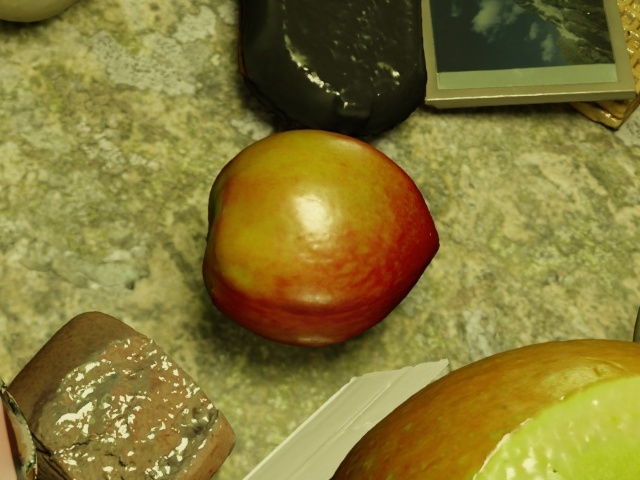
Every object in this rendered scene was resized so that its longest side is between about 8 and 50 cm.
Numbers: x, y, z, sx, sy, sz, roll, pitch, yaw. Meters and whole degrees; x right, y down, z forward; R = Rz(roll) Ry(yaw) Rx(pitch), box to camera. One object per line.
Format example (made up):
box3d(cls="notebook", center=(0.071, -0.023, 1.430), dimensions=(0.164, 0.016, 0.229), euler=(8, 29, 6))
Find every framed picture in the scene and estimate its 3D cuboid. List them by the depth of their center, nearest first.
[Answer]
box3d(cls="framed picture", center=(0.194, -0.242, 1.572), dimensions=(0.209, 0.019, 0.281), euler=(-4, 53, -1))

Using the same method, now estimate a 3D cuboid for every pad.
box3d(cls="pad", center=(-0.009, 0.168, 1.226), dimensions=(0.232, 0.156, 0.004), euler=(-40, 100, -30))

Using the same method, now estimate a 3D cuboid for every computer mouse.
box3d(cls="computer mouse", center=(0.008, -0.236, 1.500), dimensions=(0.183, 0.116, 0.323), euler=(5, 65, -13))

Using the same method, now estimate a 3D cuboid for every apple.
box3d(cls="apple", center=(0.184, 0.248, 1.074), dimensions=(0.374, 0.374, 0.384), euler=(4, 21, -10))

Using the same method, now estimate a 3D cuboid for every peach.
box3d(cls="peach", center=(0.000, 0.000, 1.311), dimensions=(0.197, 0.197, 0.197), euler=(6, 57, -9))

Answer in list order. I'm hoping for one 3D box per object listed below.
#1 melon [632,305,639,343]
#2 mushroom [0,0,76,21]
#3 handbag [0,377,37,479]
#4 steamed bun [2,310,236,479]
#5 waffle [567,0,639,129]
box3d(cls="melon", center=(0.382, 0.143, 1.281), dimensions=(0.223, 0.223, 0.317), euler=(-12, 61, -19))
box3d(cls="mushroom", center=(-0.295, -0.333, 1.441), dimensions=(0.234, 0.254, 0.260), euler=(-3, 45, 30))
box3d(cls="handbag", center=(-0.297, 0.190, 1.144), dimensions=(0.179, 0.116, 0.205), euler=(-11, 49, -20))
box3d(cls="steamed bun", center=(-0.163, 0.146, 1.226), dimensions=(0.175, 0.106, 0.145), euler=(38, 58, 9))
box3d(cls="waffle", center=(0.294, -0.186, 1.576), dimensions=(0.102, 0.042, 0.148), euler=(37, 59, 12))
